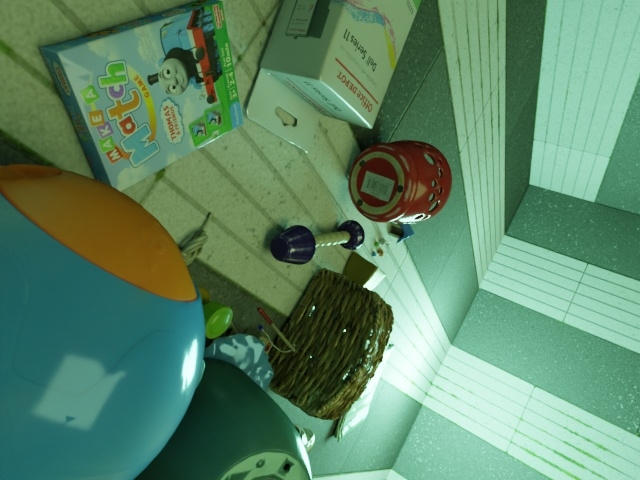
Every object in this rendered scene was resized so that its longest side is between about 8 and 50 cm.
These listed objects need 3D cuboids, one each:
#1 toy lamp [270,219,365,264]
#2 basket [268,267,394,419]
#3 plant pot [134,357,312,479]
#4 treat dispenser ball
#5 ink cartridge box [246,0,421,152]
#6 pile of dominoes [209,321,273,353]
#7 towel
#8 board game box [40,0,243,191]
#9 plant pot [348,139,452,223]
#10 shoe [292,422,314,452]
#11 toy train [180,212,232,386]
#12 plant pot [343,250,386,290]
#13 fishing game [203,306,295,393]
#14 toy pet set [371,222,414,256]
[{"bbox_3d":[0.000,0.000,0.932,0.274,0.080,0.080,-13,121,-56],"label":"toy lamp"},{"bbox_3d":[0.045,0.254,1.047,0.299,0.213,0.223,-58,149,-14],"label":"basket"},{"bbox_3d":[-0.149,0.347,0.663,0.292,0.235,0.293,-3,96,-37],"label":"plant pot"},{"bbox_3d":[-0.243,0.082,0.374,0.288,0.288,0.288,-38,140,-41],"label":"treat dispenser ball"},{"bbox_3d":[0.036,-0.318,0.720,0.207,0.119,0.354,13,99,-61],"label":"ink cartridge box"},{"bbox_3d":[-0.184,0.290,0.873,0.251,0.040,0.196,-60,150,-13],"label":"pile of dominoes"},{"bbox_3d":[0.158,0.528,1.611,0.247,0.038,0.325,-2,112,-59],"label":"towel"},{"bbox_3d":[-0.188,-0.174,0.537,0.211,0.039,0.160,-42,143,-36],"label":"board game box"},{"bbox_3d":[0.171,-0.131,1.011,0.174,0.191,0.191,-6,115,-51],"label":"plant pot"},{"bbox_3d":[-0.074,0.518,1.180,0.219,0.076,0.058,17,101,-59],"label":"shoe"},{"bbox_3d":[-0.177,0.080,0.628,0.248,0.143,0.105,-58,150,-15],"label":"toy train"},{"bbox_3d":[0.106,0.091,1.172,0.083,0.081,0.081,-56,150,-1],"label":"plant pot"},{"bbox_3d":[-0.168,0.251,0.821,0.264,0.041,0.189,-45,126,-16],"label":"fishing game"},{"bbox_3d":[0.211,-0.010,1.284,0.114,0.065,0.122,-20,127,-53],"label":"toy pet set"}]
